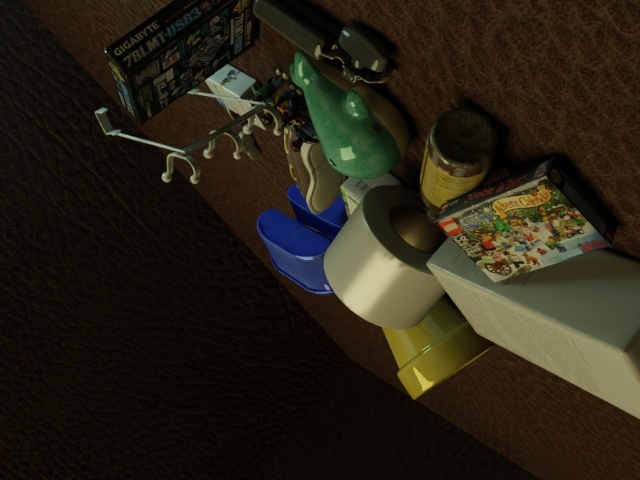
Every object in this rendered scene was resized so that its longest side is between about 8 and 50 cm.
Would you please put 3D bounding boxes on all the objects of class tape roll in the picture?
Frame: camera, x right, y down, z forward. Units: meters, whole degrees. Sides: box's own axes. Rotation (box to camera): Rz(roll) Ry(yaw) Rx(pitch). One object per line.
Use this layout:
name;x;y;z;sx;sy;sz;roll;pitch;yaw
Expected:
tape roll;0.150;0.031;1.816;0.246;0.246;0.169;40;127;10

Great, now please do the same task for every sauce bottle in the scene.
sauce bottle;0.221;-0.108;1.535;0.111;0.111;0.344;40;169;11

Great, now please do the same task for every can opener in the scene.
can opener;0.010;-0.345;1.516;0.280;0.074;0.093;36;132;23

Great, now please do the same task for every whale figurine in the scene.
whale figurine;0.032;-0.222;1.656;0.272;0.141;0.216;44;169;-5

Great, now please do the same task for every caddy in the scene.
caddy;0.000;0.000;2.324;0.341;0.241;0.179;31;159;45

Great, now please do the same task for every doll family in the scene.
doll family;-0.065;-0.264;1.899;0.193;0.111;0.076;36;166;28

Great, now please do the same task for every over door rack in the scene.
over door rack;-0.266;-0.231;1.888;0.324;0.239;0.108;28;140;37

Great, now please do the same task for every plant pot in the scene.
plant pot;0.272;0.239;2.327;0.239;0.254;0.254;55;171;12

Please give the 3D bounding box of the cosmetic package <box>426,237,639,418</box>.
cosmetic package;0.418;0.117;1.559;0.453;0.161;0.230;28;162;52

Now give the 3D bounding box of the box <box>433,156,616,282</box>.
box;0.313;-0.025;1.423;0.159;0.044;0.233;42;143;-19

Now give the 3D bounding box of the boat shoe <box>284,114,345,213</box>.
boat shoe;-0.019;-0.173;2.085;0.097;0.116;0.324;43;165;23

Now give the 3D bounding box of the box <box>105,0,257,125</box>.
box;-0.249;-0.361;1.702;0.073;0.293;0.295;50;170;3

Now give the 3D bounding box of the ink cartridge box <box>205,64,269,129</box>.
ink cartridge box;-0.183;-0.340;2.134;0.181;0.061;0.104;35;166;35

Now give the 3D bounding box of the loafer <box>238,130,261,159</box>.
loafer;-0.203;-0.266;2.520;0.039;0.045;0.125;44;173;30

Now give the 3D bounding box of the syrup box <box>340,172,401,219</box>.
syrup box;0.119;-0.075;2.015;0.093;0.096;0.237;40;167;20

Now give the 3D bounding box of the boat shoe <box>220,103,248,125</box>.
boat shoe;-0.224;-0.352;2.263;0.049;0.056;0.152;34;157;56
